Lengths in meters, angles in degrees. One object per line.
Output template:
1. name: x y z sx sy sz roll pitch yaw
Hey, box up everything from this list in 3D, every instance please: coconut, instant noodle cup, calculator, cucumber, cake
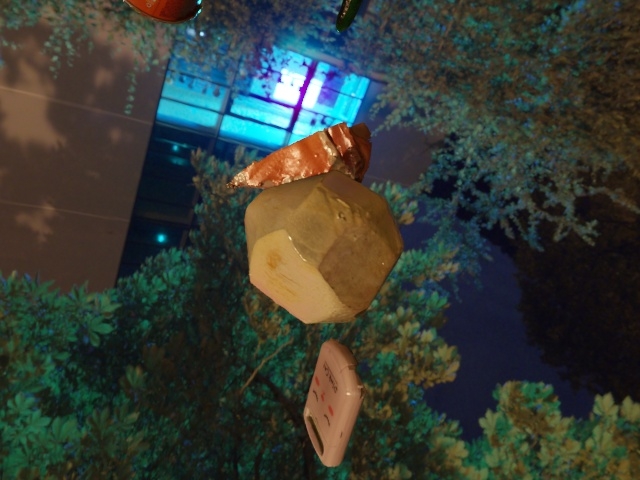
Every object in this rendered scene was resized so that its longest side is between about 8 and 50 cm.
1. coconut: 0.000 0.000 0.753 0.237 0.236 0.197 28 -127 10
2. instant noodle cup: -0.344 -0.656 1.163 0.250 0.192 0.250 17 -118 -34
3. calculator: 0.016 0.213 0.670 0.032 0.175 0.100 1 -151 -23
4. cucumber: 0.065 -0.413 0.811 0.033 0.184 0.036 -20 -115 -35
5. cake: -0.039 -0.121 0.948 0.287 0.135 0.098 -14 -167 20
